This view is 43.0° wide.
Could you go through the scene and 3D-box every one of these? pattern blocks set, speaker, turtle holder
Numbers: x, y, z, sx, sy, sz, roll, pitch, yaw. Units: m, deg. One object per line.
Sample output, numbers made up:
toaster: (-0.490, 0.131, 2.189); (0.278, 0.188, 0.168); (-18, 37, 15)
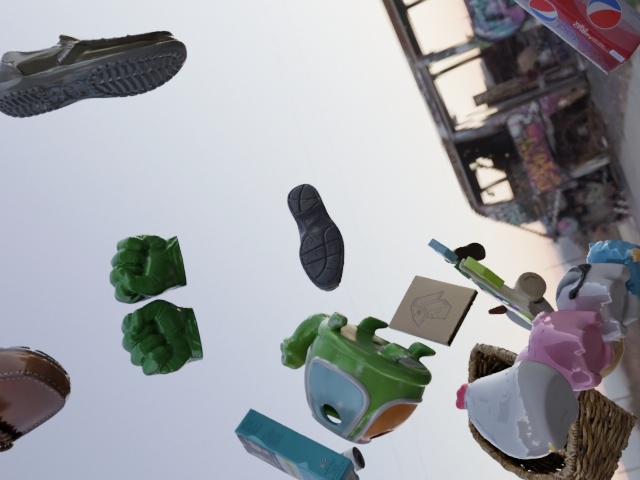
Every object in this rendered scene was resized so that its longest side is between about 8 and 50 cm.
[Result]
pattern blocks set: (0.345, 0.106, 1.494); (0.285, 0.026, 0.325); (37, 180, -37)
speaker: (0.033, 0.521, 1.855); (0.055, 0.136, 0.055); (50, -159, -27)
turtle holder: (0.057, 0.272, 1.674); (0.243, 0.320, 0.227); (-18, -48, -82)

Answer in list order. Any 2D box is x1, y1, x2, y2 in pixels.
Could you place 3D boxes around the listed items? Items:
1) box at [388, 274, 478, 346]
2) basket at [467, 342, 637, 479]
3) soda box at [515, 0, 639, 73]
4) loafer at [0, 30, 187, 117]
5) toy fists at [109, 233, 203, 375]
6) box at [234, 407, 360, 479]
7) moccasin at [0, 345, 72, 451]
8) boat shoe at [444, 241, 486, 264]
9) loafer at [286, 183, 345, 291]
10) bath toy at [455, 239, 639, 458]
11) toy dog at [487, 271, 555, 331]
box: (0.287, 0.179, 2.090); (0.021, 0.201, 0.164); (46, -113, -39)
basket: (0.416, 0.359, 1.606); (0.223, 0.213, 0.299); (34, 170, -30)
soda box: (0.456, -0.422, 1.459); (0.263, 0.092, 0.083); (38, 171, -2)
loafer: (-0.297, -0.231, 1.035); (0.094, 0.251, 0.087); (100, 154, -70)
toy fists: (-0.317, 0.117, 1.536); (0.096, 0.142, 0.279); (122, 135, -69)
box: (-0.046, 0.420, 1.585); (0.060, 0.244, 0.100); (-54, -33, -27)
moccasin: (-0.484, 0.247, 1.022); (0.147, 0.380, 0.139); (-99, -14, -54)
boat shoe: (0.356, 0.033, 2.000); (0.135, 0.045, 0.050); (-2, -101, -43)
loafer: (0.000, 0.000, 1.895); (0.095, 0.109, 0.302); (62, -172, -53)
bath toy: (0.276, 0.130, 0.945); (0.348, 0.129, 0.151); (-35, -68, -43)
toy dog: (0.576, 0.241, 2.169); (0.333, 0.161, 0.220); (47, 156, 43)
